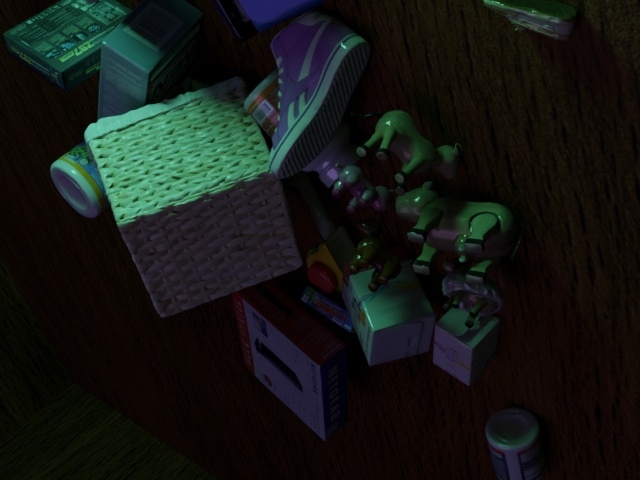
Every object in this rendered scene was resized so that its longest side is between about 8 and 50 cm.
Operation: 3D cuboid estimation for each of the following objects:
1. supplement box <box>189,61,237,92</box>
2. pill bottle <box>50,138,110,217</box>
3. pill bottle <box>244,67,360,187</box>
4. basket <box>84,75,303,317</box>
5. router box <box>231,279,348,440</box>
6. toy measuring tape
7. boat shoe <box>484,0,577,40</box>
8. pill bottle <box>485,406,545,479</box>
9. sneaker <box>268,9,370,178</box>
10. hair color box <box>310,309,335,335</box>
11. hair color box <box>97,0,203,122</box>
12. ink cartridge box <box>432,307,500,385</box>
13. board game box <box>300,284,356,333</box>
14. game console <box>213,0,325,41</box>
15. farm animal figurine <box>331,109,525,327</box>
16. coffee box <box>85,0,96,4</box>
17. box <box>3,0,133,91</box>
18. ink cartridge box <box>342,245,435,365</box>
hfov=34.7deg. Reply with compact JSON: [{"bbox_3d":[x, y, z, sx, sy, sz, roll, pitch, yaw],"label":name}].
[{"bbox_3d":[-0.204,-0.297,2.031,0.083,0.056,0.083,25,145,35],"label":"supplement box"},{"bbox_3d":[-0.453,-0.185,2.288,0.152,0.272,0.152,34,150,23],"label":"pill bottle"},{"bbox_3d":[-0.025,-0.203,1.836,0.216,0.121,0.121,47,152,-1],"label":"pill bottle"},{"bbox_3d":[-0.237,-0.077,1.968,0.328,0.331,0.266,77,173,-50],"label":"basket"},{"bbox_3d":[-0.068,0.269,2.385,0.301,0.082,0.335,38,152,30],"label":"router box"},{"bbox_3d":[0.000,0.000,2.073,0.121,0.121,0.330,2,128,53],"label":"toy measuring tape"},{"bbox_3d":[0.276,-0.300,1.371,0.135,0.050,0.045,28,141,32],"label":"boat shoe"},{"bbox_3d":[0.399,0.434,2.077,0.108,0.108,0.180,22,143,39],"label":"pill bottle"},{"bbox_3d":[-0.038,-0.253,1.732,0.161,0.102,0.282,40,112,24],"label":"sneaker"},{"bbox_3d":[-0.005,0.228,2.409,0.043,0.072,0.141,33,150,32],"label":"hair color box"},{"bbox_3d":[-0.350,-0.314,2.063,0.113,0.185,0.374,34,151,4],"label":"hair color box"},{"bbox_3d":[0.277,0.186,1.946,0.090,0.092,0.143,32,147,28],"label":"ink cartridge box"},{"bbox_3d":[0.059,0.152,2.146,0.136,0.035,0.201,32,-175,27],"label":"board game box"},{"bbox_3d":[-0.139,-0.503,1.713,0.293,0.173,0.250,60,180,-21],"label":"game console"},{"bbox_3d":[0.189,-0.052,1.709,0.327,0.172,0.330,24,138,15],"label":"farm animal figurine"},{"bbox_3d":[-0.374,-0.532,1.804,0.168,0.119,0.297,60,161,-18],"label":"coffee box"},{"bbox_3d":[-0.497,-0.417,2.097,0.183,0.233,0.059,32,146,25],"label":"box"},{"bbox_3d":[0.128,0.127,1.966,0.128,0.127,0.176,91,161,-51],"label":"ink cartridge box"}]
